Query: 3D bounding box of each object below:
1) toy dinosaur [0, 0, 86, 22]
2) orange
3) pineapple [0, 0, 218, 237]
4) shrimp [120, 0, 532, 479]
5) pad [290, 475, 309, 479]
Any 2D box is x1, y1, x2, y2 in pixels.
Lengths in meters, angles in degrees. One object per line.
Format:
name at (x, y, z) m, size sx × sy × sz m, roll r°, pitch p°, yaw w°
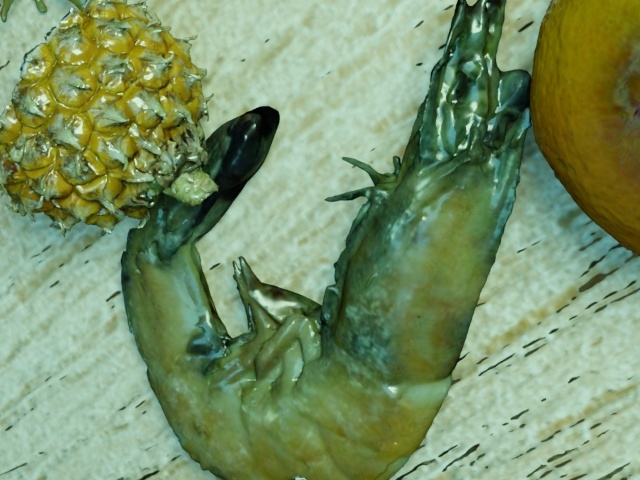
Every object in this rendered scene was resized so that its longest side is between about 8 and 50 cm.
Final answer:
toy dinosaur at (-0.193, -0.226, 0.834) m, size 0.126 × 0.039 × 0.162 m, roll 28°, pitch 112°, yaw 12°
orange at (0.226, -0.089, 0.649) m, size 0.224 × 0.170 × 0.224 m, roll 7°, pitch 108°, yaw 21°
pineapple at (-0.128, -0.068, 0.792) m, size 0.136 × 0.161 × 0.176 m, roll 34°, pitch 92°, yaw 4°
shrimp at (0.000, 0.000, 0.816) m, size 0.272 × 0.085 × 0.445 m, roll 34°, pitch 118°, yaw 13°
pad at (-0.033, 0.363, 0.823) m, size 0.220 × 0.004 × 0.330 m, roll 39°, pitch 86°, yaw 3°
